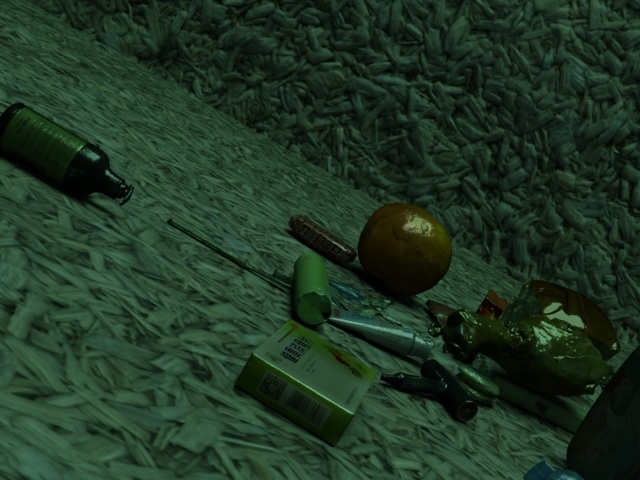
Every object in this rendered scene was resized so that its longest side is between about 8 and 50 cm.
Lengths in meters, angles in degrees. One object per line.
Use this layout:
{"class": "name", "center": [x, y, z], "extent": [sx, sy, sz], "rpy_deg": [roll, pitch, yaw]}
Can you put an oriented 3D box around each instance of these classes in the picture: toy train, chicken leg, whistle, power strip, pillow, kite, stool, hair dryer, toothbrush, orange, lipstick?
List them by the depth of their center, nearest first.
{"class": "whistle", "center": [0.392, 0.410, 1.738], "extent": [0.090, 0.090, 0.158], "rpy_deg": [20, 15, -38]}
{"class": "stool", "center": [0.647, 0.385, 1.929], "extent": [0.226, 0.310, 0.310], "rpy_deg": [31, 12, -13]}
{"class": "hair dryer", "center": [0.181, 0.262, 1.978], "extent": [0.195, 0.050, 0.173], "rpy_deg": [20, 11, -25]}
{"class": "lipstick", "center": [-0.017, 0.096, 2.126], "extent": [0.076, 0.076, 0.304], "rpy_deg": [28, 11, -8]}
{"class": "toothbrush", "center": [-0.186, 0.026, 2.148], "extent": [0.294, 0.028, 0.026], "rpy_deg": [26, 10, 6]}
{"class": "chicken leg", "center": [0.418, 0.229, 2.216], "extent": [0.429, 0.152, 0.201], "rpy_deg": [17, 44, -28]}
{"class": "power strip", "center": [0.509, 0.366, 2.312], "extent": [0.367, 0.043, 0.106], "rpy_deg": [26, 12, -12]}
{"class": "kite", "center": [0.103, 0.139, 2.377], "extent": [0.368, 0.014, 0.406], "rpy_deg": [31, 12, 8]}
{"class": "toy train", "center": [0.361, 0.200, 2.399], "extent": [0.074, 0.118, 0.176], "rpy_deg": [33, 35, 9]}
{"class": "pillow", "center": [0.335, 0.208, 2.570], "extent": [0.126, 0.043, 0.232], "rpy_deg": [23, 13, -15]}
{"class": "orange", "center": [0.210, 0.023, 2.614], "extent": [0.240, 0.240, 0.240], "rpy_deg": [28, 12, -6]}

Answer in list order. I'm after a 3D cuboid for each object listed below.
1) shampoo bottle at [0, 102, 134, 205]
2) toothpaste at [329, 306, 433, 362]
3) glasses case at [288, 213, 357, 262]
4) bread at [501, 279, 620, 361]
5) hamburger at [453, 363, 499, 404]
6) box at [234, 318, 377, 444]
{"class": "shampoo bottle", "center": [-0.483, -0.154, 2.004], "extent": [0.284, 0.101, 0.101], "rpy_deg": [30, 11, 2]}
{"class": "toothpaste", "center": [0.113, 0.183, 2.136], "extent": [0.234, 0.057, 0.089], "rpy_deg": [22, 12, -4]}
{"class": "glasses case", "center": [0.000, 0.000, 2.635], "extent": [0.194, 0.049, 0.073], "rpy_deg": [33, 13, 18]}
{"class": "bread", "center": [0.601, 0.235, 2.646], "extent": [0.250, 0.225, 0.279], "rpy_deg": [26, 16, -13]}
{"class": "hamburger", "center": [0.326, 0.299, 2.143], "extent": [0.084, 0.054, 0.121], "rpy_deg": [34, 5, 29]}
{"class": "box", "center": [-0.015, 0.215, 1.645], "extent": [0.175, 0.062, 0.260], "rpy_deg": [31, 12, 6]}
